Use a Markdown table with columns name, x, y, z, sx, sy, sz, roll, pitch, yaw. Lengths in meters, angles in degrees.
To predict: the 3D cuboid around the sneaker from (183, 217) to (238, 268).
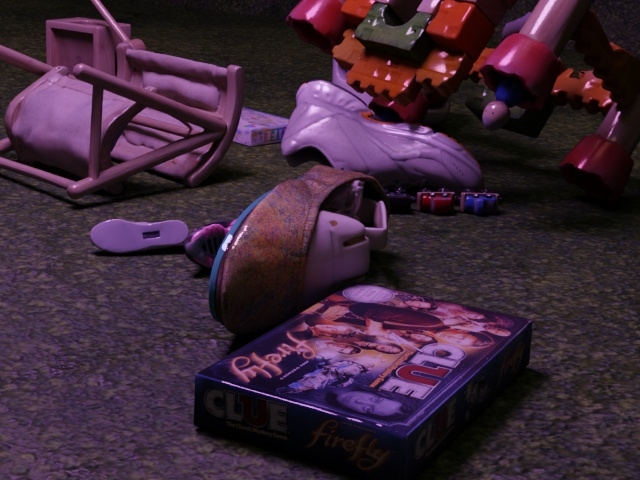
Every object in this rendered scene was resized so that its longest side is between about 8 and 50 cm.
| name | x | y | z | sx | sy | sz | roll | pitch | yaw |
| --- | --- | --- | --- | --- | --- | --- | --- | --- | --- |
| sneaker | -0.112 | 0.001 | 1.151 | 0.057 | 0.047 | 0.119 | 3 | 8 | 24 |

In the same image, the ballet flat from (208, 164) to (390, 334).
| name | x | y | z | sx | sy | sz | roll | pitch | yaw |
| --- | --- | --- | --- | --- | --- | --- | --- | --- | --- |
| ballet flat | 0.000 | 0.000 | 1.046 | 0.123 | 0.123 | 0.348 | 6 | 15 | 11 |

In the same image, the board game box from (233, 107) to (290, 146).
| name | x | y | z | sx | sy | sz | roll | pitch | yaw |
| --- | --- | --- | --- | --- | --- | --- | --- | --- | --- |
| board game box | -0.117 | -0.176 | 1.742 | 0.103 | 0.026 | 0.154 | -13 | 23 | -41 |

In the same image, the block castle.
| name | x | y | z | sx | sy | sz | roll | pitch | yaw |
| --- | --- | --- | --- | --- | --- | --- | --- | --- | --- |
| block castle | 0.184 | -0.215 | 1.491 | 0.453 | 0.213 | 0.303 | 26 | -11 | 47 |

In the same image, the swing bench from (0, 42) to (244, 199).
| name | x | y | z | sx | sy | sz | roll | pitch | yaw |
| --- | --- | --- | --- | --- | --- | --- | --- | --- | --- |
| swing bench | -0.274 | -0.161 | 1.454 | 0.253 | 0.165 | 0.254 | 18 | 17 | 42 |

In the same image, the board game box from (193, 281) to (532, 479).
| name | x | y | z | sx | sy | sz | roll | pitch | yaw |
| --- | --- | --- | --- | --- | --- | --- | --- | --- | --- |
| board game box | 0.042 | 0.097 | 0.856 | 0.165 | 0.042 | 0.243 | 12 | 19 | 26 |

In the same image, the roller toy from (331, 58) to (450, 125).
| name | x | y | z | sx | sy | sz | roll | pitch | yaw |
| --- | --- | --- | --- | --- | --- | --- | --- | --- | --- |
| roller toy | 0.117 | -0.263 | 1.828 | 0.209 | 0.146 | 0.191 | 0 | 11 | -5 |

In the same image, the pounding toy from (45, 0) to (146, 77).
| name | x | y | z | sx | sy | sz | roll | pitch | yaw |
| --- | --- | --- | --- | --- | --- | --- | --- | --- | --- |
| pounding toy | -0.366 | -0.335 | 1.957 | 0.206 | 0.181 | 0.094 | 14 | 20 | 32 |

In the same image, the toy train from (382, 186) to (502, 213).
| name | x | y | z | sx | sy | sz | roll | pitch | yaw |
| --- | --- | --- | --- | --- | --- | --- | --- | --- | --- |
| toy train | 0.141 | -0.047 | 1.364 | 0.158 | 0.027 | 0.036 | 1 | 21 | -6 |

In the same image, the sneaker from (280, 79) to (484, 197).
| name | x | y | z | sx | sy | sz | roll | pitch | yaw |
| --- | --- | --- | --- | --- | --- | --- | --- | --- | --- |
| sneaker | 0.072 | -0.092 | 1.419 | 0.262 | 0.121 | 0.099 | 24 | -18 | 6 |

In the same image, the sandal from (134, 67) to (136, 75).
| name | x | y | z | sx | sy | sz | roll | pitch | yaw |
| --- | --- | --- | --- | --- | --- | --- | --- | --- | --- |
| sandal | -0.311 | -0.288 | 2.050 | 0.179 | 0.040 | 0.067 | 9 | 18 | 20 |

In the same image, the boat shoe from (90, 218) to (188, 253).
| name | x | y | z | sx | sy | sz | roll | pitch | yaw |
| --- | --- | --- | --- | --- | --- | --- | --- | --- | --- |
| boat shoe | -0.187 | -0.004 | 1.175 | 0.100 | 0.035 | 0.035 | -6 | -9 | -14 |
